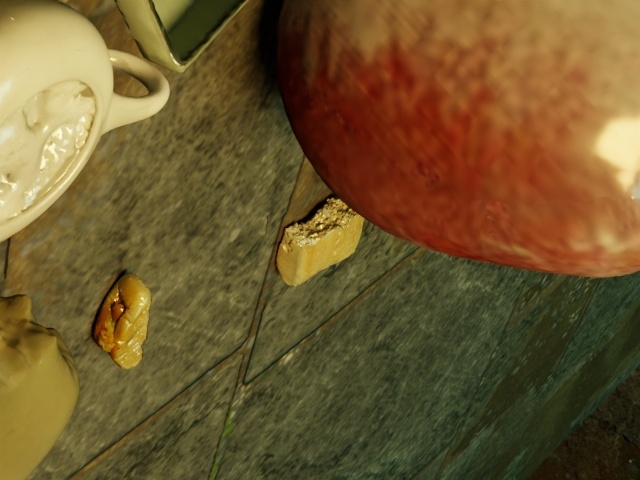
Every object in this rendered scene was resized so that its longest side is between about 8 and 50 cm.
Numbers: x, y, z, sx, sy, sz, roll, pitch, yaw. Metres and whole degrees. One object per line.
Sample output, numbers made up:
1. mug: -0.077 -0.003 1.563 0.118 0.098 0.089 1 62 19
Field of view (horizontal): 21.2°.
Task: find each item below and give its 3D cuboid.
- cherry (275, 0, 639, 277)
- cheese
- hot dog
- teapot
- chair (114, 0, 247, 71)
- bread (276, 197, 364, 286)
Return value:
1. cherry: 0.147 -0.139 1.129 0.291 0.335 0.326 48 62 -51
2. cheese: -0.228 0.099 1.012 0.175 0.091 0.202 -50 161 -13
3. hot dog: -0.145 0.063 1.232 0.034 0.030 0.090 -29 151 -33
4. teapot: -0.163 -0.063 0.871 0.226 0.092 0.145 -32 155 -48
5. chair: -0.113 -0.181 0.623 0.190 0.203 0.274 -56 159 -26
6. bread: 0.000 0.000 1.454 0.083 0.035 0.070 -34 154 -29
